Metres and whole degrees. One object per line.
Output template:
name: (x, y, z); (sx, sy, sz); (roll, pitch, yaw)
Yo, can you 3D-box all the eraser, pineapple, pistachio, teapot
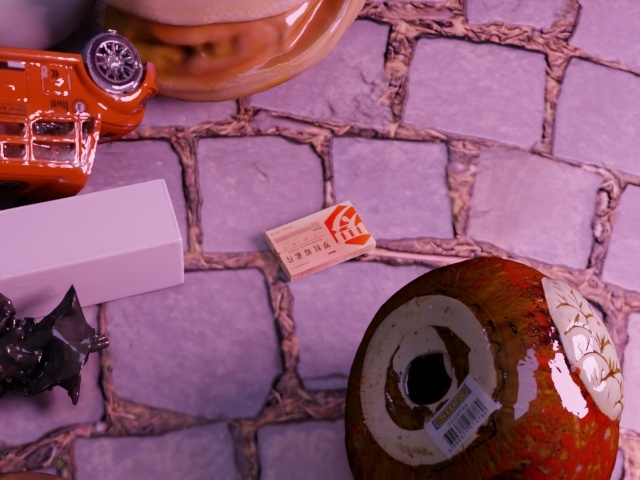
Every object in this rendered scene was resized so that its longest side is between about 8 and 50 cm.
eraser: (-0.277, 0.023, 1.152); (0.298, 0.078, 0.076); (-13, 56, -12)
pineapple: (-0.296, 0.109, 1.079); (0.237, 0.111, 0.119); (-19, 84, -23)
pistachio: (-0.081, -0.270, 1.291); (0.309, 0.230, 0.230); (-26, 60, -9)
teapot: (-0.347, -0.279, 1.323); (0.299, 0.166, 0.208); (-34, 74, -35)

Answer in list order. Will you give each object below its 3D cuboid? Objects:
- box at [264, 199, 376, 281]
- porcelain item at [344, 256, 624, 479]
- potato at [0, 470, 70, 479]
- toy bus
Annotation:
box: (0.000, 0.000, 1.224); (0.093, 0.015, 0.058); (-21, 57, -17)
porcelain item: (0.148, 0.147, 1.039); (0.253, 0.253, 0.253); (2, 54, -2)
potato: (-0.192, 0.308, 0.856); (0.301, 0.237, 0.289); (-28, 61, -21)
toy bus: (-0.314, -0.112, 1.166); (0.329, 0.143, 0.153); (1, 78, -35)
